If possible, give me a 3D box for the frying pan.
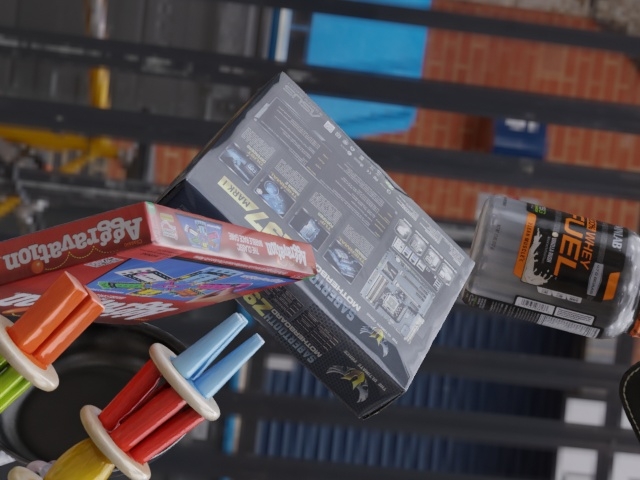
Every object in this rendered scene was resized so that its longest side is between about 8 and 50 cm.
[{"bbox_3d":[-0.232,0.171,1.232,0.326,0.197,0.053,-46,149,-44],"label":"frying pan"}]

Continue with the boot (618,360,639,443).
[{"bbox_3d":[0.253,0.170,0.977,0.085,0.179,0.236,-46,-120,25],"label":"boot"}]

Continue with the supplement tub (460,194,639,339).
[{"bbox_3d":[0.244,0.031,1.467,0.117,0.190,0.117,14,90,-86],"label":"supplement tub"}]

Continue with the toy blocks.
[{"bbox_3d":[-0.115,0.068,0.764,0.148,0.123,0.054,-42,-163,0],"label":"toy blocks"}]

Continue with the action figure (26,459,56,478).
[{"bbox_3d":[-0.204,0.322,1.015,0.275,0.248,0.370,50,6,32],"label":"action figure"}]

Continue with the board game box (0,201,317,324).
[{"bbox_3d":[-0.112,0.020,0.900,0.281,0.145,0.027,15,62,-72],"label":"board game box"}]

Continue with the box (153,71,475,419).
[{"bbox_3d":[0.000,0.000,1.150,0.059,0.233,0.183,-41,-171,38],"label":"box"}]
